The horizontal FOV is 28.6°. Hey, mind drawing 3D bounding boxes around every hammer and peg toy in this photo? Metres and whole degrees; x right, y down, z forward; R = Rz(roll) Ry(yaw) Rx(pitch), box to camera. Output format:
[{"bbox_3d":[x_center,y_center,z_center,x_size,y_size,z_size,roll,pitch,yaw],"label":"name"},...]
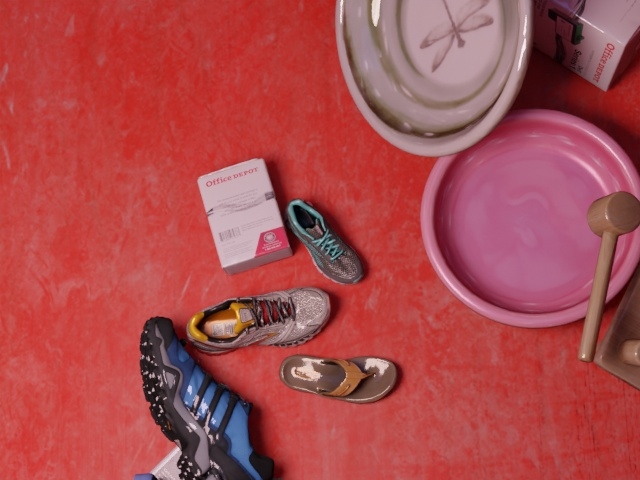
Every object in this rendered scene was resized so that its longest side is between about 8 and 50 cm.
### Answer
[{"bbox_3d":[0.489,0.099,1.750,0.361,0.127,0.266,29,81,-11],"label":"hammer and peg toy"}]

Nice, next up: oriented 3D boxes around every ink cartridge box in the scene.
[{"bbox_3d":[0.380,-0.344,1.901,0.219,0.160,0.093,35,76,13],"label":"ink cartridge box"},{"bbox_3d":[-0.115,-0.037,1.934,0.109,0.063,0.151,-17,75,2],"label":"ink cartridge box"}]

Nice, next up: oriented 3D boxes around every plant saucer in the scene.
[{"bbox_3d":[0.316,-0.029,1.876,0.332,0.084,0.332,-2,76,7],"label":"plant saucer"},{"bbox_3d":[0.185,-0.327,1.873,0.100,0.400,0.401,-9,71,-40],"label":"plant saucer"}]

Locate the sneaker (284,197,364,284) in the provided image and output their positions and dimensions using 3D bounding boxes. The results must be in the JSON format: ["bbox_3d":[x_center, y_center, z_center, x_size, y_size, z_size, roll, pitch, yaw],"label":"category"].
[{"bbox_3d":[0.000,0.000,1.906,0.065,0.076,0.166,-43,76,-4],"label":"sneaker"}]

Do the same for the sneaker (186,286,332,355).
[{"bbox_3d":[-0.092,0.122,1.879,0.225,0.093,0.088,-16,75,2],"label":"sneaker"}]

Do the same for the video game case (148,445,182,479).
[{"bbox_3d":[-0.186,0.409,1.858,0.173,0.022,0.190,-44,75,-5],"label":"video game case"}]

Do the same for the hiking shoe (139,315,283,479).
[{"bbox_3d":[-0.172,0.246,1.851,0.132,0.113,0.304,-17,76,-25],"label":"hiking shoe"}]

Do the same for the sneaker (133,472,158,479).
[{"bbox_3d":[-0.210,0.443,1.803,0.090,0.081,0.232,-12,82,1],"label":"sneaker"}]

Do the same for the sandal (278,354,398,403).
[{"bbox_3d":[0.025,0.201,1.869,0.180,0.049,0.072,5,77,7],"label":"sandal"}]
